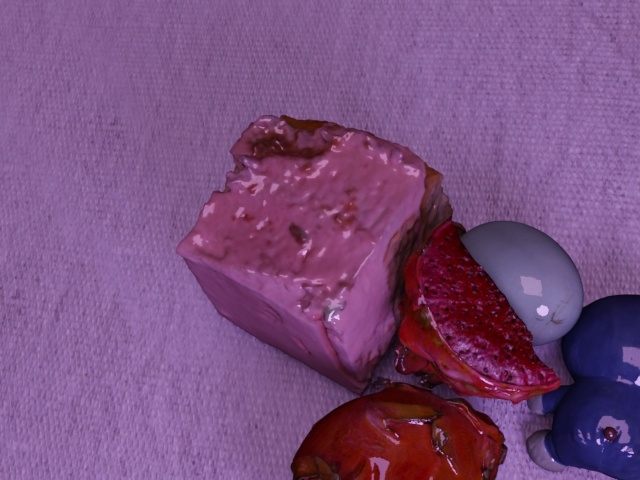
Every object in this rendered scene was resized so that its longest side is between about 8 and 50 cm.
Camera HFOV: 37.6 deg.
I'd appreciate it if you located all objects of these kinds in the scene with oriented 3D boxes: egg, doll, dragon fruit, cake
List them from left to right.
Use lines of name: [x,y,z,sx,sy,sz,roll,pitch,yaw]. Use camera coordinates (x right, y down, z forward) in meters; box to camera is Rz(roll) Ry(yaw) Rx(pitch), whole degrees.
cake: [0.000,0.000,1.368,0.314,0.293,0.307,24,71,27]
dragon fruit: [0.087,0.311,1.244,0.315,0.250,0.250,-40,65,-5]
dragon fruit: [0.167,0.137,1.256,0.134,0.211,0.262,-25,70,-26]
egg: [0.273,0.061,1.335,0.168,0.168,0.231,-40,34,-7]
doll: [0.406,0.198,1.284,0.228,0.154,0.258,13,63,21]
